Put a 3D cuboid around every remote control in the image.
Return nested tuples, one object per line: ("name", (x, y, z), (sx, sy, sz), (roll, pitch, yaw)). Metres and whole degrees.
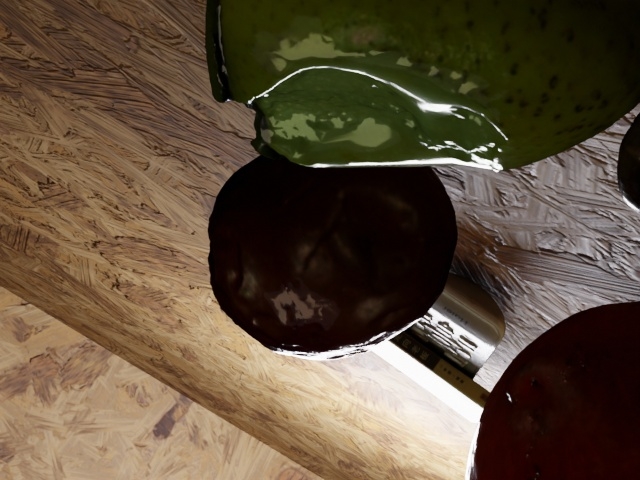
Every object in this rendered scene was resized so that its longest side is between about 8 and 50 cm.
("remote control", (0.149, 0.094, 1.764), (0.109, 0.055, 0.313), (33, 168, 7))

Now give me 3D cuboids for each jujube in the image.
("jujube", (0.000, 0.000, 1.452), (0.223, 0.223, 0.318), (33, 172, -12))

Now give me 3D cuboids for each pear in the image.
("pear", (0.082, -0.124, 0.976), (0.293, 0.159, 0.292), (11, 167, 3))

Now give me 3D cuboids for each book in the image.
("book", (0.118, 0.147, 1.880), (0.231, 0.026, 0.161), (36, 171, -7))

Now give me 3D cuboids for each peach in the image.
("peach", (0.295, 0.224, 1.386), (0.370, 0.370, 0.370), (26, 163, 9))

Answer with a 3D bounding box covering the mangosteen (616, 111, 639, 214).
("mangosteen", (0.306, 0.006, 0.850), (0.313, 0.297, 0.297), (35, 165, 17))
